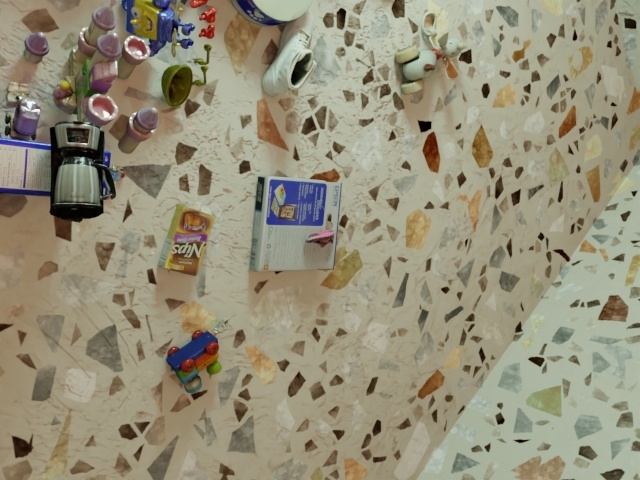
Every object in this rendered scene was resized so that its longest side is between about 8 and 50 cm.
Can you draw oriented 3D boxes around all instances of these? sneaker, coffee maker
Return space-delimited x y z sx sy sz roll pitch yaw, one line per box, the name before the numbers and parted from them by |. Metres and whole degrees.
sneaker | 0.000 0.000 1.973 0.119 0.047 0.057 -12 117 -36
sneaker | -0.056 -0.572 1.813 0.108 0.169 0.293 27 81 -36
coffee maker | -0.506 -0.140 1.231 0.120 0.171 0.178 6 78 -46

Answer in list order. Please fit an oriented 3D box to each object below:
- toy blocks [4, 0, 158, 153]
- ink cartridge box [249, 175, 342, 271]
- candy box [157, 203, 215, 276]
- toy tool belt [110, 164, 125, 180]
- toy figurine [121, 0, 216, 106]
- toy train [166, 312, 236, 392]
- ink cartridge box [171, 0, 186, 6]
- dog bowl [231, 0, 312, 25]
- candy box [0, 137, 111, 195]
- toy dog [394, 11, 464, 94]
toy blocks | -0.524 -0.383 1.368 0.308 0.260 0.289 4 68 -37
ink cartridge box | -0.077 -0.052 1.968 0.307 0.072 0.304 1 98 -41
candy box | -0.387 0.001 1.743 0.109 0.053 0.187 19 89 -40
toy tool belt | -0.548 -0.174 1.581 0.083 0.051 0.052 3 97 -39
toy figurine | -0.414 -0.559 1.567 0.191 0.217 0.363 -56 171 -42
toy train | -0.333 0.345 1.830 0.248 0.105 0.144 -34 128 -28
ink cartridge box | -0.424 -0.720 1.572 0.207 0.046 0.097 35 76 -37
dog bowl | -0.141 -0.767 1.746 0.264 0.104 0.265 -9 105 -37
candy box | -0.673 -0.162 1.348 0.317 0.268 0.122 3 94 -38
toy dog | 0.417 -0.661 2.167 0.334 0.161 0.220 -53 126 -17
